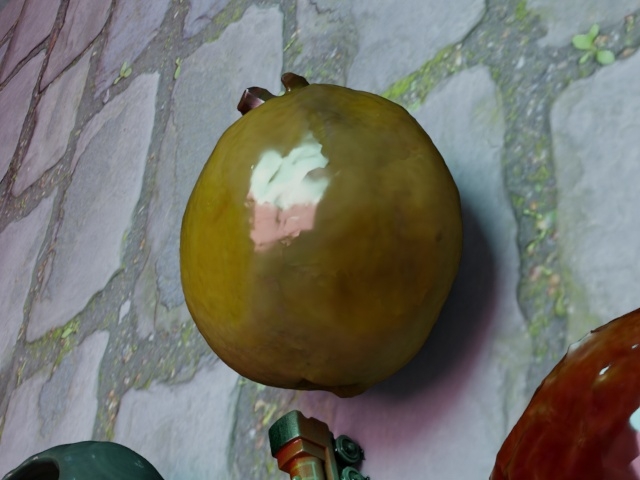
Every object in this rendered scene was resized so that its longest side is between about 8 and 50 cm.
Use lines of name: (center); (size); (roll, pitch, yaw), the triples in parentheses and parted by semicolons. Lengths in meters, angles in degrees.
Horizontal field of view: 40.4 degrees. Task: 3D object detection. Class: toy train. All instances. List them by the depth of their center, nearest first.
toy train: (0.000, 0.175, 0.620); (0.044, 0.064, 0.103); (-41, 38, 23)

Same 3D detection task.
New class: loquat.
loquat: (0.000, 0.000, 0.646); (0.238, 0.193, 0.238); (-13, 75, 61)

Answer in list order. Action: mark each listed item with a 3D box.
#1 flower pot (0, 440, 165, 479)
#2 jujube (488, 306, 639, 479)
flower pot: (-0.217, 0.286, 0.733); (0.243, 0.157, 0.189); (-54, 35, 6)
jujube: (0.149, 0.146, 0.363); (0.255, 0.190, 0.190); (-59, 30, 29)
